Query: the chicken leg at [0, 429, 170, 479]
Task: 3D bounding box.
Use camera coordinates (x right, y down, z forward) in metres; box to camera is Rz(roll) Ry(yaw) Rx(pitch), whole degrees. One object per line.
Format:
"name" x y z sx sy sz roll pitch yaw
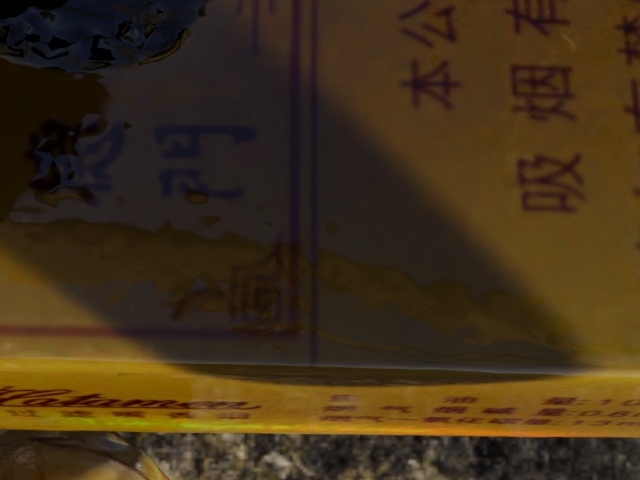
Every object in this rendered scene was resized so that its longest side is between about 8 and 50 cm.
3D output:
"chicken leg" -0.154 0.138 0.452 0.085 0.207 0.101 64 1 -11

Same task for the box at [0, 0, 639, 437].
"box" -0.066 -0.067 0.388 0.116 0.415 0.264 105 -13 -71
